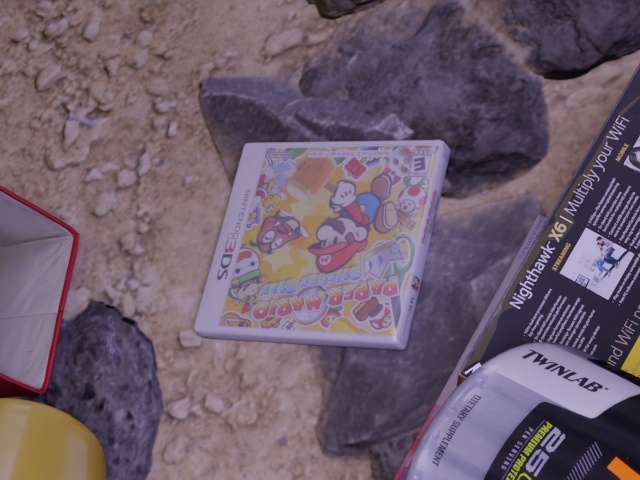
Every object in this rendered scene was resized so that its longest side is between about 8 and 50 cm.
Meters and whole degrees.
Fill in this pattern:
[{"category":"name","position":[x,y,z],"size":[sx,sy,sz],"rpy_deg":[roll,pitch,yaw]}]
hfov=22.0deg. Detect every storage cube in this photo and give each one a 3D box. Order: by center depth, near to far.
[{"category":"storage cube","position":[-0.389,0.050,1.662],"size":[0.193,0.215,0.183],"rpy_deg":[-9,62,34]}]

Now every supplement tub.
[{"category":"supplement tub","position":[0.229,0.213,1.045],"size":[0.338,0.207,0.207],"rpy_deg":[25,80,44]}]

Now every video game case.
[{"category":"video game case","position":[0.000,0.000,1.570],"size":[0.227,0.026,0.206],"rpy_deg":[1,66,31]}]

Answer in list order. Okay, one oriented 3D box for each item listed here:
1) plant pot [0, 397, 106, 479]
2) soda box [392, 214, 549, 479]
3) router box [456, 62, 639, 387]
[{"category":"plant pot","position":[-0.291,0.281,1.470],"size":[0.254,0.254,0.239],"rpy_deg":[-15,44,23]},{"category":"soda box","position":[0.170,0.117,1.370],"size":[0.092,0.083,0.263],"rpy_deg":[22,77,37]},{"category":"router box","position":[0.285,0.040,1.281],"size":[0.243,0.081,0.309],"rpy_deg":[31,81,10]}]
